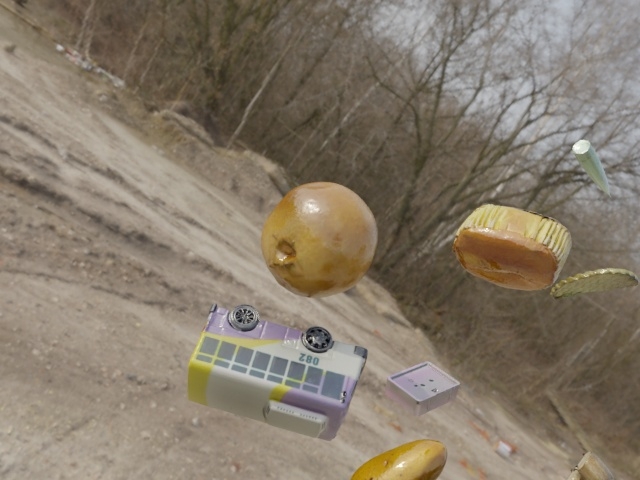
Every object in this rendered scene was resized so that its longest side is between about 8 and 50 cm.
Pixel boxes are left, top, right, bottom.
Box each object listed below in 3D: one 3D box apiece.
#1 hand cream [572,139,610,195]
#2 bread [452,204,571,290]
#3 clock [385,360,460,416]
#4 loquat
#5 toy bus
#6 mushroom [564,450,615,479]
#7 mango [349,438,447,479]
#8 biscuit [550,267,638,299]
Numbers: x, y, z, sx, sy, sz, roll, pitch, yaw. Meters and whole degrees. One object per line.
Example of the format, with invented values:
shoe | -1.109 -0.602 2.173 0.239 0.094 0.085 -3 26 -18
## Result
hand cream | 0.753 -0.199 1.678 0.205 0.050 0.078 38 30 -38
bread | 0.340 0.017 1.096 0.191 0.114 0.132 18 -43 26
clock | 0.322 0.465 1.915 0.197 0.063 0.150 -11 28 -38
loquat | 0.000 0.000 1.660 0.329 0.328 0.328 36 6 -4
toy bus | -0.115 0.358 1.616 0.440 0.209 0.249 16 45 1
mushroom | 0.794 0.730 1.774 0.151 0.156 0.285 32 -35 26
mango | 0.153 0.471 1.218 0.109 0.227 0.147 57 -4 21
biscuit | 0.895 0.135 1.998 0.187 0.274 0.036 45 38 -60
